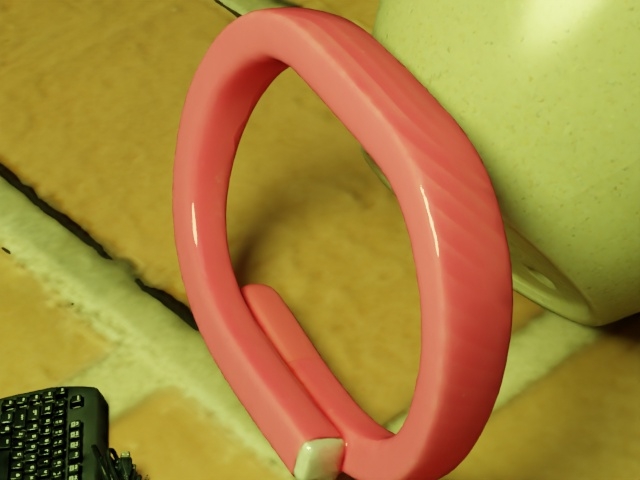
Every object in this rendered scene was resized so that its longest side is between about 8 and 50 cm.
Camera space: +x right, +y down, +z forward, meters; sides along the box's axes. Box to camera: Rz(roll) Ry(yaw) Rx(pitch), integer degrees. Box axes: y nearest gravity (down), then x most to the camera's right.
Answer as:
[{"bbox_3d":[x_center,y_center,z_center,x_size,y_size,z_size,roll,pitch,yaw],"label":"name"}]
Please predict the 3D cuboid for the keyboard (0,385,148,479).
[{"bbox_3d":[-0.138,0.138,0.874,0.100,0.038,0.192,-8,41,-1],"label":"keyboard"}]

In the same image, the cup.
[{"bbox_3d":[0.156,-0.095,0.925,0.331,0.331,0.237,33,81,38],"label":"cup"}]

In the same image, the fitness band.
[{"bbox_3d":[0.000,0.000,0.879,0.054,0.209,0.291,-4,35,-30],"label":"fitness band"}]
